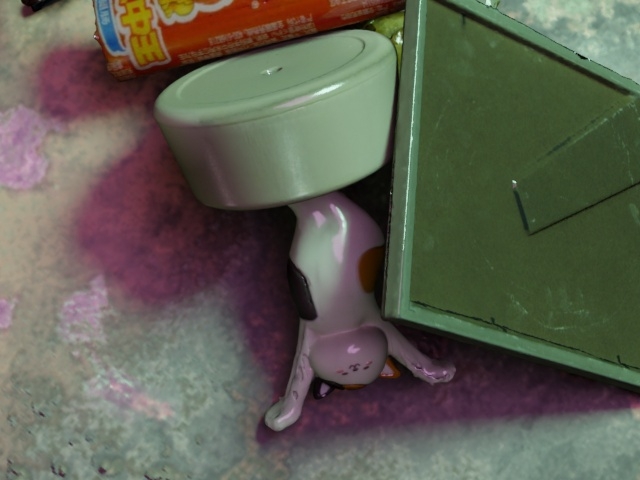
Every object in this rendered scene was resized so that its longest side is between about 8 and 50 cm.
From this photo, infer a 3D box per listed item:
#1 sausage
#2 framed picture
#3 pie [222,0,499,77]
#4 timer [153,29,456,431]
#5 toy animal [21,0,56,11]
[{"bbox_3d":[-0.028,-0.179,1.224,0.274,0.074,0.074,-12,80,6],"label":"sausage"},{"bbox_3d":[0.168,-0.029,1.249,0.335,0.022,0.247,17,72,-44],"label":"framed picture"},{"bbox_3d":[0.018,-0.230,1.316,0.308,0.085,0.308,1,83,-8],"label":"pie"},{"bbox_3d":[0.000,0.000,1.220,0.175,0.175,0.266,-22,110,-16],"label":"timer"},{"bbox_3d":[-0.217,-0.259,1.282,0.070,0.105,0.202,-20,76,18],"label":"toy animal"}]
